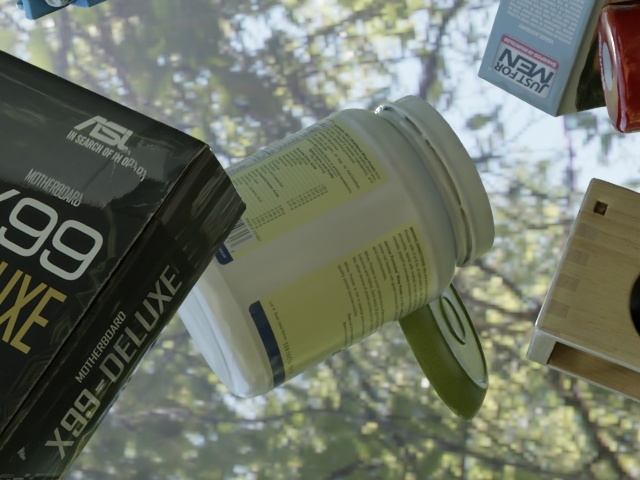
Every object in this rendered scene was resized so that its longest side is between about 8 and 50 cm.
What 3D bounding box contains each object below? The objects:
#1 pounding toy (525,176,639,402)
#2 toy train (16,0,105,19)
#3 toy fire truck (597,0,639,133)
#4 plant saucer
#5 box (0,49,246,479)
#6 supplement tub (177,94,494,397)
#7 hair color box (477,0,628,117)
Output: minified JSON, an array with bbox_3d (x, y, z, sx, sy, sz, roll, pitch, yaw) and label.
[{"bbox_3d":[0.217,0.043,0.695,0.181,0.206,0.094,61,-130,-77],"label":"pounding toy"},{"bbox_3d":[-0.221,-0.269,1.360,0.184,0.105,0.080,-32,-55,-40],"label":"toy train"},{"bbox_3d":[0.287,-0.235,1.095,0.254,0.169,0.302,-92,-9,-60],"label":"toy fire truck"},{"bbox_3d":[0.147,0.102,1.712,0.241,0.037,0.241,54,-161,-29],"label":"plant saucer"},{"bbox_3d":[-0.231,0.005,0.775,0.242,0.307,0.076,-56,-28,-15],"label":"box"},{"bbox_3d":[0.000,0.000,1.530,0.325,0.235,0.235,-28,-67,-14],"label":"supplement tub"},{"bbox_3d":[0.304,-0.323,1.424,0.185,0.114,0.374,-15,-50,-45],"label":"hair color box"}]
